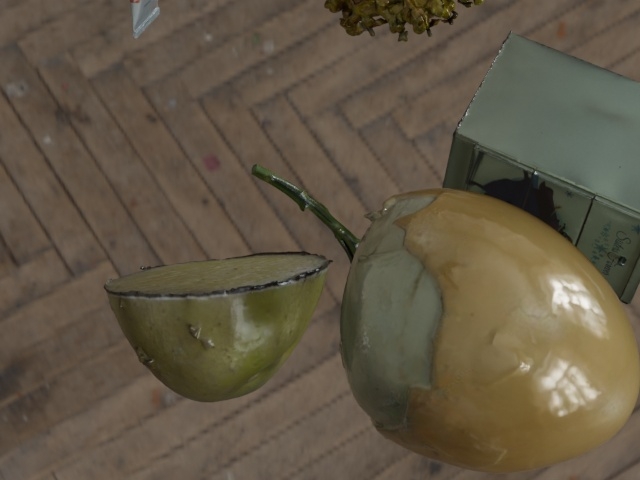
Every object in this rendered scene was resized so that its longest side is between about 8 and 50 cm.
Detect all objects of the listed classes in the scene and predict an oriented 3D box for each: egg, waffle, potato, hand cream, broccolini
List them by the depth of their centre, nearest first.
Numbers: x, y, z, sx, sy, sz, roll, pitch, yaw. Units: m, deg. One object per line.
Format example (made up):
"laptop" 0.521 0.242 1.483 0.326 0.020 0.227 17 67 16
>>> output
"egg" 0.124 0.073 1.131 0.244 0.201 0.201 25 68 0
"potato" -0.082 0.078 1.294 0.182 0.202 0.117 -4 97 25
"broccolini" 0.006 -0.004 1.428 0.052 0.054 0.194 -41 99 -22
"waffle" 0.087 -0.289 1.521 0.193 0.070 0.197 14 72 24
"hand cream" -0.189 -0.323 1.609 0.052 0.216 0.038 -24 48 -31

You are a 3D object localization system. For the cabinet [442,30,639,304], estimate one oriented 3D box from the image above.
"cabinet" 0.234 -0.067 1.413 0.206 0.145 0.150 24 62 11
